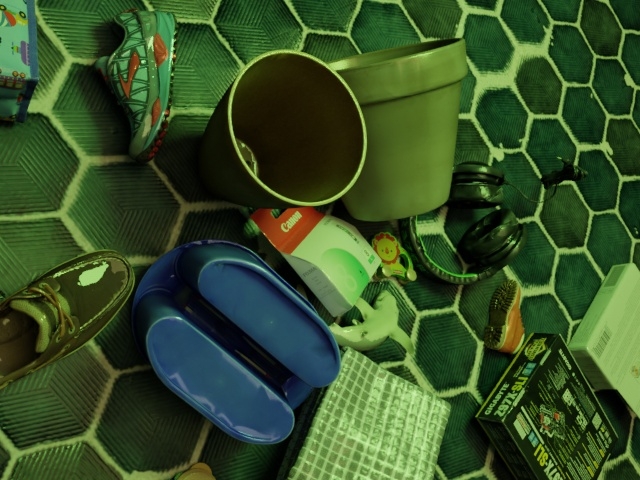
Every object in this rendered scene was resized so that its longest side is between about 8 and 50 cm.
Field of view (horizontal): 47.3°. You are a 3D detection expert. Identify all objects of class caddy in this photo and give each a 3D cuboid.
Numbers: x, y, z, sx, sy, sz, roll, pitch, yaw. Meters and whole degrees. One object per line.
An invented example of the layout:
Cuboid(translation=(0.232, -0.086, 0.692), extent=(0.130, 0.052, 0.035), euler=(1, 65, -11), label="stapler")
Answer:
Cuboid(translation=(-0.131, 0.154, 1.142), extent=(0.341, 0.179, 0.241), euler=(44, 82, -18), label="caddy")

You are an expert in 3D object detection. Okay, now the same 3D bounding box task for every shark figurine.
Cuboid(translation=(0.048, 0.174, 1.304), extent=(0.278, 0.116, 0.166), euler=(1, 46, -41), label="shark figurine")

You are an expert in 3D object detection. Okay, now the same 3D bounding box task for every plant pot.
Cuboid(translation=(0.116, -0.195, 1.323), extent=(0.323, 0.323, 0.280), euler=(-23, 111, -34), label="plant pot")
Cuboid(translation=(-0.096, -0.146, 1.174), extent=(0.237, 0.254, 0.237), euler=(8, 76, -33), label="plant pot")

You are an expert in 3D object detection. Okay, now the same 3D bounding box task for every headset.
Cuboid(translation=(0.352, -0.061, 1.494), extent=(0.394, 0.185, 0.243), euler=(-24, 94, -23), label="headset")

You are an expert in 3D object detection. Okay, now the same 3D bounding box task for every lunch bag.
Cuboid(translation=(-0.521, -0.336, 1.024), extent=(0.221, 0.138, 0.293), euler=(4, 69, -30), label="lunch bag")

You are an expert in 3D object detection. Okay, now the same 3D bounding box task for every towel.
Cuboid(translation=(0.076, 0.337, 1.204), extent=(0.235, 0.121, 0.284), euler=(25, 57, -3), label="towel")

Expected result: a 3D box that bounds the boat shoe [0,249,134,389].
Cuboid(translation=(-0.391, 0.120, 1.006), extent=(0.342, 0.123, 0.123), euler=(-34, 99, -33), label="boat shoe")

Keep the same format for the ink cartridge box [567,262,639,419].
Cuboid(translation=(0.740, 0.246, 1.757), extent=(0.261, 0.066, 0.296), euler=(51, 59, -15), label="ink cartridge box")

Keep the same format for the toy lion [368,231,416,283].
Cuboid(translation=(0.138, 0.032, 1.430), extent=(0.100, 0.034, 0.096), euler=(10, 67, -32), label="toy lion")

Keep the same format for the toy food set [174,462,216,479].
Cuboid(translation=(-0.198, 0.396, 1.138), extent=(0.082, 0.020, 0.083), euler=(-24, 94, -34), label="toy food set")

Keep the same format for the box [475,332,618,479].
Cuboid(translation=(0.485, 0.395, 1.535), extent=(0.257, 0.079, 0.322), euler=(-45, 112, -29), label="box")

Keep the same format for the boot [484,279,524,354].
Cuboid(translation=(0.406, 0.166, 1.564), extent=(0.084, 0.059, 0.158), euler=(25, 76, -30), label="boot")

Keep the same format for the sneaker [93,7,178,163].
Cuboid(translation=(-0.302, -0.248, 1.174), extent=(0.125, 0.104, 0.262), euler=(6, 72, -14), label="sneaker")

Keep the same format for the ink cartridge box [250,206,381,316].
Cuboid(translation=(0.000, 0.000, 1.277), extent=(0.225, 0.056, 0.181), euler=(52, 32, -8), label="ink cartridge box")
